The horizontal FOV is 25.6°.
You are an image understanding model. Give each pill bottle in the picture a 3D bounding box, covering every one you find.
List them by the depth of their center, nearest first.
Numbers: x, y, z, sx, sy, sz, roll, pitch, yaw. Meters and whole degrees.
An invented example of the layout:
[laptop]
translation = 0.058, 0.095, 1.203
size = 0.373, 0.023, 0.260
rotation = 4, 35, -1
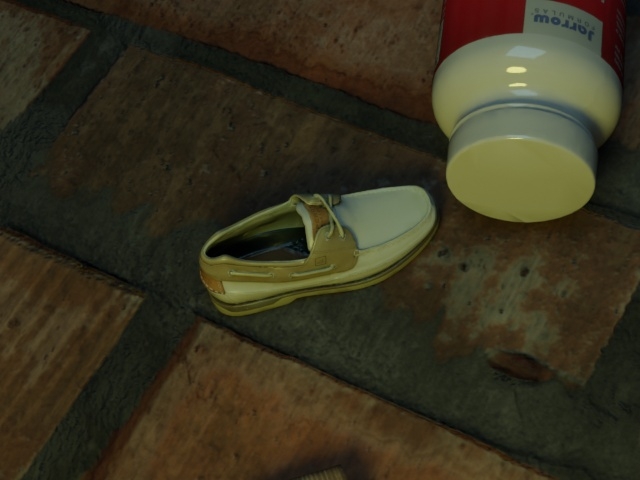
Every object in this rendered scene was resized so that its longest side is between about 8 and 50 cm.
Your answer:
[pill bottle]
translation = 0.257, -0.237, 1.723
size = 0.229, 0.229, 0.408
rotation = 1, 58, 13

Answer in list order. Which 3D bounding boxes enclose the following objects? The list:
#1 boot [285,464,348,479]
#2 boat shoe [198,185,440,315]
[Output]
[boot]
translation = -0.034, 0.378, 1.457
size = 0.220, 0.109, 0.283
rotation = -23, 53, -4
[boat shoe]
translation = 0.000, 0.000, 1.701
size = 0.302, 0.103, 0.113
rotation = -22, 56, -2
